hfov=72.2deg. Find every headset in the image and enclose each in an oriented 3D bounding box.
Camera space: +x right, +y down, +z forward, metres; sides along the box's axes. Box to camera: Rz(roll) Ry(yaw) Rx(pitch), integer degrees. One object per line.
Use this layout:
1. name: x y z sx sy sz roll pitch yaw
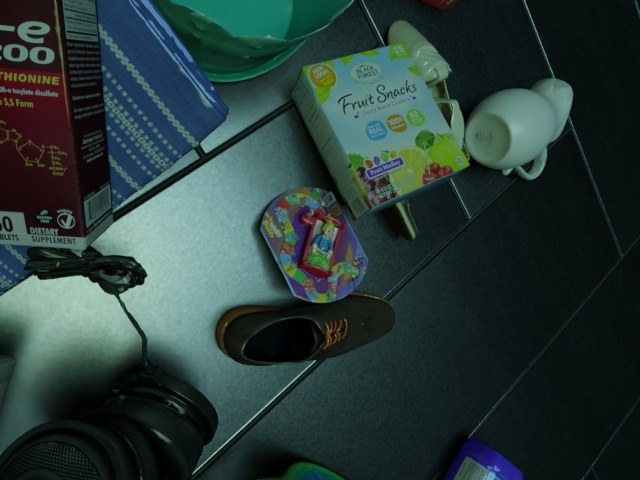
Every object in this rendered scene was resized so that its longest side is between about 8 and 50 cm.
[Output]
1. headset: -0.224 0.207 0.437 0.185 0.243 0.395 8 96 10

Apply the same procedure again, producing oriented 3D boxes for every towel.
1. towel: -0.285 -0.119 0.410 0.336 0.040 0.243 -34 110 9

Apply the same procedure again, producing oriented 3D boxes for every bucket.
1. bucket: -0.103 -0.324 0.481 0.281 0.183 0.282 -1 93 -26

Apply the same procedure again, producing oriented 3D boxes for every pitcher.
1. pitcher: 0.340 -0.172 0.753 0.207 0.125 0.178 -25 119 -34

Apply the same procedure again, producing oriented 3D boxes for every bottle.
1. bottle: 0.232 0.486 0.739 0.118 0.092 0.283 43 75 -23

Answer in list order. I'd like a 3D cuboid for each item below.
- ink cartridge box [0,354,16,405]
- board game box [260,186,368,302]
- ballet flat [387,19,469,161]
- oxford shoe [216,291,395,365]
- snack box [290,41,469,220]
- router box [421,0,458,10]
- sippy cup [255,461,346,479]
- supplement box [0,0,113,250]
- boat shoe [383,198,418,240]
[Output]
1. ink cartridge box: -0.452 0.197 0.340 0.296 0.066 0.261 15 73 -14
2. board game box: 0.000 0.000 0.602 0.133 0.033 0.169 -25 85 -31
3. ballet flat: 0.175 -0.225 0.680 0.086 0.086 0.249 -25 103 -23
4. oxford shoe: 0.002 0.129 0.603 0.271 0.098 0.097 -6 95 -26
5. snack box: 0.082 -0.155 0.613 0.174 0.070 0.207 -25 83 -23
6. router box: 0.111 -0.559 0.630 0.301 0.082 0.336 9 89 -27
7. sippy cup: -0.016 0.456 0.556 0.224 0.305 0.240 -53 157 -3
8. supplement box: -0.252 -0.117 0.353 0.130 0.073 0.240 3 112 -5
9. boat shoe: 0.116 -0.071 0.673 0.049 0.056 0.152 -35 107 -15
